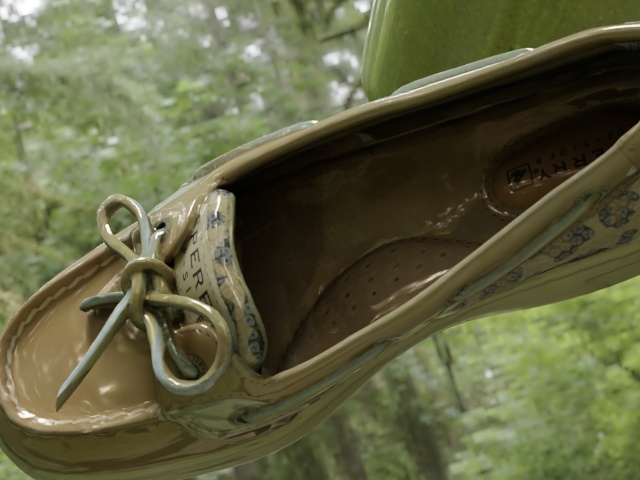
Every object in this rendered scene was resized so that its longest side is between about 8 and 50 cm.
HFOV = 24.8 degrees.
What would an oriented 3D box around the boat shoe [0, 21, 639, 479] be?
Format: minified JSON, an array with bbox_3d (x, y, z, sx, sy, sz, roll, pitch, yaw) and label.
[{"bbox_3d":[0.000,0.000,0.503,0.285,0.104,0.089,-26,-24,8],"label":"boat shoe"}]

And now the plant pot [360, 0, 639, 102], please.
[{"bbox_3d":[0.142,-0.168,0.773,0.276,0.276,0.254,-8,-47,-34],"label":"plant pot"}]
